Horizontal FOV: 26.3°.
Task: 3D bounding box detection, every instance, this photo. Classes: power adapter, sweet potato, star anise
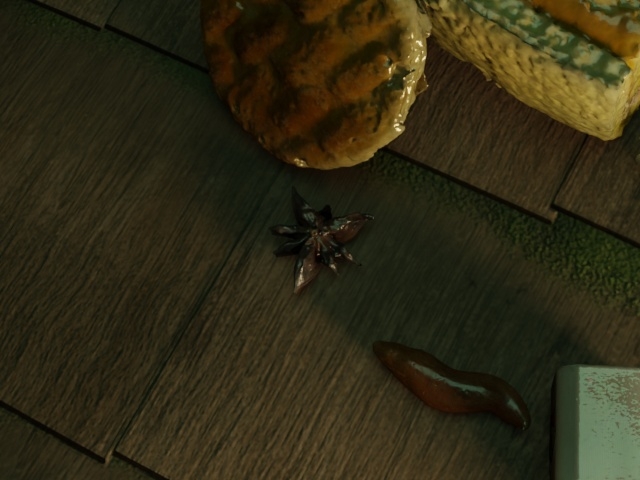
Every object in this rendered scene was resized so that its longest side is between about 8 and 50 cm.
[{"bbox_3d":[0.314,0.251,1.497,0.125,0.130,0.205,3,67,6],"label":"power adapter"},{"bbox_3d":[0.149,0.169,1.588,0.202,0.058,0.055,22,28,9],"label":"sweet potato"},{"bbox_3d":[-0.008,0.008,1.662,0.124,0.056,0.129,20,71,12],"label":"star anise"}]

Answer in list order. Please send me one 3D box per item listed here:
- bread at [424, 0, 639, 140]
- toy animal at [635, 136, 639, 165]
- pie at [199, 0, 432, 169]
[{"bbox_3d":[0.232,-0.279,1.667,0.375,0.236,0.165,35,86,14],"label":"bread"},{"bbox_3d":[0.454,-0.100,1.661,0.124,0.071,0.085,-21,69,-4],"label":"toy animal"},{"bbox_3d":[-0.014,-0.246,1.652,0.339,0.339,0.083,38,37,17],"label":"pie"}]
